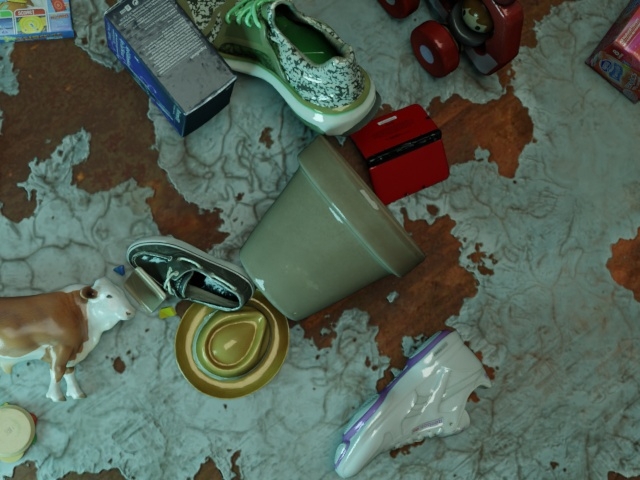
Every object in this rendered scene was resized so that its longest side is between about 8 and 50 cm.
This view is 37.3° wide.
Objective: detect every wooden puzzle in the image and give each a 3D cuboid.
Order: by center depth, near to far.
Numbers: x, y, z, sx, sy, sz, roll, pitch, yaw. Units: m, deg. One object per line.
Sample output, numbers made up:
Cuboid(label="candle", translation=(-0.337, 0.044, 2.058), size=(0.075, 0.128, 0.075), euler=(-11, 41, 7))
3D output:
Cuboid(label="wooden puzzle", translation=(-0.279, 0.080, 1.517), size=(0.116, 0.078, 0.014), euler=(52, 51, -7))

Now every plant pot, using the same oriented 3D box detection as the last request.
Cuboid(label="plant pot", translation=(0.000, 0.000, 1.507), size=(0.229, 0.263, 0.263), euler=(-40, 91, 6))

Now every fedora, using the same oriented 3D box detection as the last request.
Cuboid(label="fedora", translation=(-0.138, 0.161, 1.523), size=(0.194, 0.079, 0.194), euler=(2, 81, -11))

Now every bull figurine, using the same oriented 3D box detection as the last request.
Cuboid(label="bull figurine", translation=(-0.440, 0.154, 1.458), size=(0.310, 0.101, 0.189), euler=(-2, 84, -11))

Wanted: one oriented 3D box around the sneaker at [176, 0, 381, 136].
Cuboid(label="sneaker", translation=(-0.072, -0.345, 1.519), size=(0.410, 0.182, 0.158), euler=(35, 68, 19))

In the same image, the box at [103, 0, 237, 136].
Cuboid(label="box", translation=(-0.242, -0.290, 1.530), size=(0.108, 0.153, 0.207), euler=(-39, 89, -13))

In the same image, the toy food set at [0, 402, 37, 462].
Cuboid(label="toy food set", translation=(-0.482, 0.295, 1.472), size=(0.083, 0.020, 0.083), euler=(40, 77, -2))

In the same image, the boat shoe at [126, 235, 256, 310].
Cuboid(label="boat shoe", translation=(-0.212, 0.053, 1.497), size=(0.219, 0.070, 0.078), euler=(16, 119, 11))

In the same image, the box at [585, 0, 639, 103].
Cuboid(label="box", translation=(0.617, -0.392, 1.714), size=(0.128, 0.122, 0.257), euler=(39, 78, -2))

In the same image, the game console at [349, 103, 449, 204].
Cuboid(label="game console", translation=(0.137, -0.151, 1.650), size=(0.144, 0.085, 0.124), euler=(-23, 56, -13))

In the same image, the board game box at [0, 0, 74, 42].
Cuboid(label="board game box", translation=(-0.514, -0.395, 1.556), size=(0.201, 0.035, 0.136), euler=(-6, 83, -11))

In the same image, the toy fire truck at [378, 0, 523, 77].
Cuboid(label="toy fire truck", translation=(0.231, -0.426, 1.582), size=(0.169, 0.254, 0.302), euler=(-34, 89, -13))

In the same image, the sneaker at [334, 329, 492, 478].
Cuboid(label="sneaker", translation=(0.155, 0.288, 1.539), size=(0.305, 0.114, 0.152), euler=(-43, 90, -13))
